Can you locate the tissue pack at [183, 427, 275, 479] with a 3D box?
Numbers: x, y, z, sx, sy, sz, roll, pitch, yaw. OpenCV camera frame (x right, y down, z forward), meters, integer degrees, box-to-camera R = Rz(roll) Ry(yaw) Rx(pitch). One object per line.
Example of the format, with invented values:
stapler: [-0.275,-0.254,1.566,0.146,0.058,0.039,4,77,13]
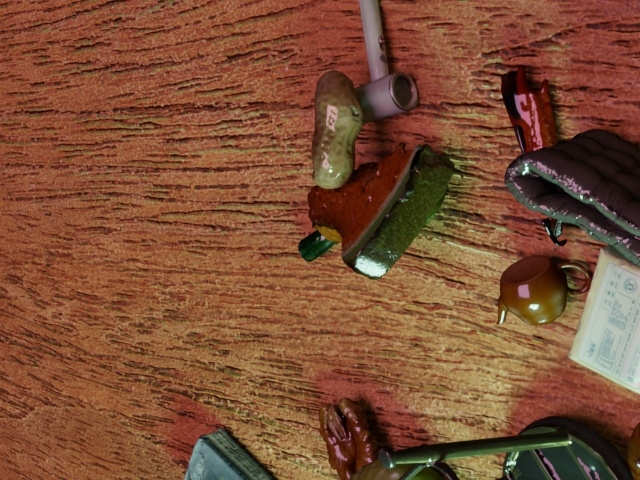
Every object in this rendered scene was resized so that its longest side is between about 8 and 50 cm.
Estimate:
tissue pack: [-0.187,0.567,2.339,0.257,0.081,0.185,37,122,30]

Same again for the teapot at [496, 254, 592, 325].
teapot: [0.360,0.090,1.718,0.173,0.116,0.116,-23,83,16]

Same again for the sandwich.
sandwich: [0.103,-0.050,1.891,0.250,0.162,0.301,-58,33,-7]

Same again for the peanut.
peanut: [0.025,-0.197,1.853,0.100,0.099,0.214,6,84,42]

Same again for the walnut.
walnut: [0.065,0.394,2.075,0.143,0.069,0.170,-24,81,45]

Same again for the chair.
chair: [0.277,0.483,1.632,0.364,0.410,0.362,58,143,23]

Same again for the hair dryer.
hair dryer: [0.090,-0.335,1.893,0.131,0.073,0.236,-10,89,45]

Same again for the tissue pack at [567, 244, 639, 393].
tissue pack: [0.479,0.120,1.613,0.148,0.092,0.196,28,116,35]

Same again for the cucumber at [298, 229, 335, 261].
cucumber: [0.000,0.000,2.064,0.105,0.048,0.048,-36,75,39]

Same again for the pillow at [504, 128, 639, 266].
pillow: [0.449,-0.049,1.509,0.326,0.228,0.101,40,129,29]

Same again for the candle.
candle: [0.353,-0.137,1.698,0.084,0.059,0.301,-13,88,56]

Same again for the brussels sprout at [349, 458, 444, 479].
brussels sprout: [0.140,0.513,1.946,0.244,0.244,0.244,11,107,41]

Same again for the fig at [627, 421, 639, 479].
fig: [0.538,0.328,1.560,0.149,0.202,0.148,-20,100,9]
